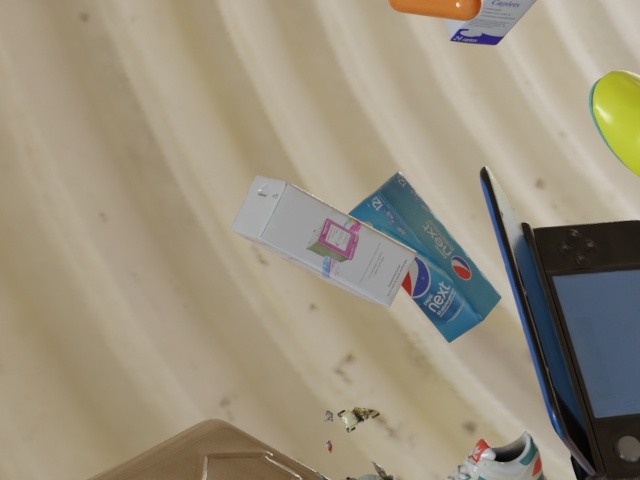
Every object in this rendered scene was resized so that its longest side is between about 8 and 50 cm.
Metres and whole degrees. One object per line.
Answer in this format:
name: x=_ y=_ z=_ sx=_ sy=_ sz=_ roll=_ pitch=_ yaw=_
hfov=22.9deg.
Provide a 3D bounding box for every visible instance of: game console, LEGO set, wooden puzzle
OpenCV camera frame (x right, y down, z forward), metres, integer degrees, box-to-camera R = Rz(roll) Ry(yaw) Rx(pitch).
game console: x=0.286 y=0.077 z=1.569 sx=0.173 sy=0.250 sz=0.293 roll=109 pitch=152 yaw=-58
LEGO set: x=0.018 y=0.132 z=0.862 sx=0.023 sy=0.054 sz=0.083 roll=102 pitch=147 yaw=-83
wooden puzzle: x=-0.084 y=0.317 z=1.640 sx=0.322 sy=0.348 sz=0.080 roll=-20 pitch=-54 yaw=-57

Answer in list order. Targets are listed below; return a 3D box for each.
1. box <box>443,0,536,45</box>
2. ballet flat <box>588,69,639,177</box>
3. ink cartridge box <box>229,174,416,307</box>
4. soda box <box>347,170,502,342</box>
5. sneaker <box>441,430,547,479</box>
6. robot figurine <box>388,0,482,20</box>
box: x=0.195 y=-0.314 z=1.815 sx=0.072 sy=0.126 sz=0.137 roll=2 pitch=-30 yaw=-29
ballet flat: x=0.320 y=-0.061 z=1.351 sx=0.231 sy=0.077 sz=0.077 roll=47 pitch=-110 yaw=-28
ink cartridge box: x=0.000 y=0.000 z=1.240 sx=0.052 sy=0.122 sz=0.088 roll=-62 pitch=19 yaw=-5
soda box: x=0.131 y=0.021 z=1.997 sx=0.067 sy=0.210 sz=0.071 roll=-38 pitch=2 yaw=35
sneaker: x=0.154 y=0.242 z=1.636 sx=0.161 sy=0.057 sz=0.075 roll=-16 pitch=-62 yaw=-8
robot figurine: x=0.109 y=-0.259 z=1.195 sx=0.128 sy=0.219 sz=0.158 roll=-37 pitch=-46 yaw=-38
